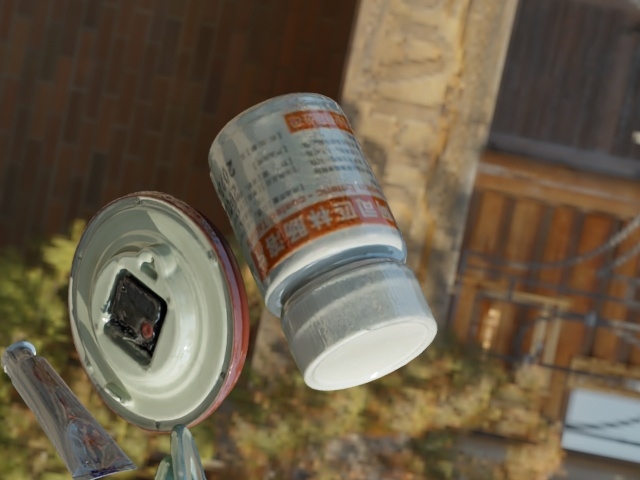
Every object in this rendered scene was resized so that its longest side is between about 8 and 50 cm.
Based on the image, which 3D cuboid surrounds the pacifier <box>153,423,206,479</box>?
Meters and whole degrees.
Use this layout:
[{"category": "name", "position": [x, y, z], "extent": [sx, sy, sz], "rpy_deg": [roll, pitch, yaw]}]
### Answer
[{"category": "pacifier", "position": [-0.065, 0.342, 1.629], "extent": [0.288, 0.269, 0.343], "rpy_deg": [-109, -172, -65]}]

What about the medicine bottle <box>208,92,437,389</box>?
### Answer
[{"category": "medicine bottle", "position": [0.000, 0.000, 2.054], "extent": [0.211, 0.211, 0.371], "rpy_deg": [105, -35, -58]}]

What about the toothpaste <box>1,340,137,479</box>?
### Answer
[{"category": "toothpaste", "position": [-0.394, 0.262, 2.289], "extent": [0.323, 0.100, 0.066], "rpy_deg": [42, -51, 44]}]

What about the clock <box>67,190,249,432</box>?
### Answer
[{"category": "clock", "position": [-0.222, 0.094, 1.970], "extent": [0.080, 0.318, 0.318], "rpy_deg": [-9, 117, -48]}]
